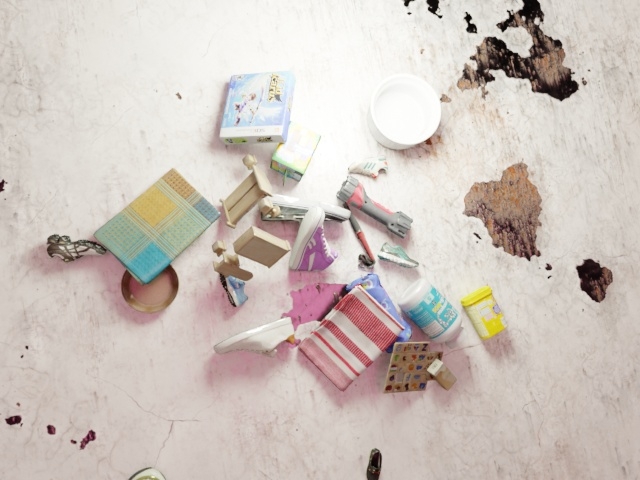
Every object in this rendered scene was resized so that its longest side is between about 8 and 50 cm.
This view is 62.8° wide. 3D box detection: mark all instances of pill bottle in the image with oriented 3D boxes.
[{"bbox_3d":[0.423,0.277,1.946,0.264,0.146,0.146,45,79,-2],"label":"pill bottle"}]

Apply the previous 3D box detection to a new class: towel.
[{"bbox_3d":[-0.572,-0.053,1.854,0.271,0.040,0.370,43,77,11],"label":"towel"},{"bbox_3d":[0.105,0.352,1.875,0.237,0.037,0.329,43,100,2],"label":"towel"}]

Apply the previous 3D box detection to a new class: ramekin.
[{"bbox_3d":[0.313,-0.487,2.029,0.277,0.135,0.277,1,83,-8],"label":"ramekin"}]

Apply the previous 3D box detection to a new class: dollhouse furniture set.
[{"bbox_3d":[-0.258,-0.077,1.901,0.303,0.173,0.356,-40,48,21],"label":"dollhouse furniture set"}]

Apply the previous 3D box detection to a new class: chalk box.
[{"bbox_3d":[-0.104,-0.307,1.941,0.132,0.132,0.213,26,78,-6],"label":"chalk box"}]

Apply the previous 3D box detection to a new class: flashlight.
[{"bbox_3d":[0.209,-0.131,1.993,0.304,0.103,0.103,29,106,-8],"label":"flashlight"}]

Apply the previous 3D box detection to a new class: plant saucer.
[{"bbox_3d":[-0.599,0.157,1.851,0.198,0.036,0.199,1,82,-9],"label":"plant saucer"}]

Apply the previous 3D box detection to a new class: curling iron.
[{"bbox_3d":[0.140,-0.016,1.992,0.068,0.035,0.274,-19,87,-11],"label":"curling iron"}]

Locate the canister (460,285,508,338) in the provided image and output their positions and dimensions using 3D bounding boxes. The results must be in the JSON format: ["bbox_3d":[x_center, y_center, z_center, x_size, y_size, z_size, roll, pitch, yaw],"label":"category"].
[{"bbox_3d":[0.632,0.279,2.017,0.126,0.073,0.170,-27,89,-11],"label":"canister"}]

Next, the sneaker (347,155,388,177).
[{"bbox_3d":[0.188,-0.275,2.021,0.161,0.057,0.075,-14,80,-13],"label":"sneaker"}]

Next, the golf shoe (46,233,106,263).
[{"bbox_3d":[-0.845,0.039,1.815,0.198,0.077,0.094,12,95,-3],"label":"golf shoe"}]

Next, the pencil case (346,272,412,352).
[{"bbox_3d":[0.221,0.257,1.928,0.133,0.119,0.306,-32,90,6],"label":"pencil case"}]

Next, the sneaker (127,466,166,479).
[{"bbox_3d":[-0.510,0.951,1.691,0.158,0.182,0.410,-33,89,-12],"label":"sneaker"}]

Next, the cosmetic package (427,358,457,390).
[{"bbox_3d":[0.454,0.501,1.953,0.060,0.041,0.115,-48,118,-10],"label":"cosmetic package"}]

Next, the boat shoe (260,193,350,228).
[{"bbox_3d":[-0.059,-0.091,1.941,0.335,0.121,0.119,9,89,3],"label":"boat shoe"}]

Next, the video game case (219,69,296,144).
[{"bbox_3d":[-0.227,-0.485,1.911,0.244,0.061,0.270,1,72,16],"label":"video game case"}]

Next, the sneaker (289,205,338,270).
[{"bbox_3d":[0.000,0.000,1.880,0.161,0.282,0.102,11,41,-15],"label":"sneaker"}]

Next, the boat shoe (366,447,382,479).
[{"bbox_3d":[0.195,0.823,1.894,0.048,0.042,0.133,8,83,-10],"label":"boat shoe"}]

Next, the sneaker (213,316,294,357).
[{"bbox_3d":[-0.226,0.369,1.848,0.290,0.106,0.123,-16,83,-12],"label":"sneaker"}]

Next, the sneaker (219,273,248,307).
[{"bbox_3d":[-0.312,0.157,1.895,0.073,0.063,0.162,-22,90,-30],"label":"sneaker"}]

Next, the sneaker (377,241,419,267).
[{"bbox_3d":[0.303,0.054,1.999,0.166,0.065,0.076,19,76,-8],"label":"sneaker"}]

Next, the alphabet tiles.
[{"bbox_3d":[0.346,0.463,1.919,0.237,0.009,0.198,5,103,-30],"label":"alphabet tiles"}]
